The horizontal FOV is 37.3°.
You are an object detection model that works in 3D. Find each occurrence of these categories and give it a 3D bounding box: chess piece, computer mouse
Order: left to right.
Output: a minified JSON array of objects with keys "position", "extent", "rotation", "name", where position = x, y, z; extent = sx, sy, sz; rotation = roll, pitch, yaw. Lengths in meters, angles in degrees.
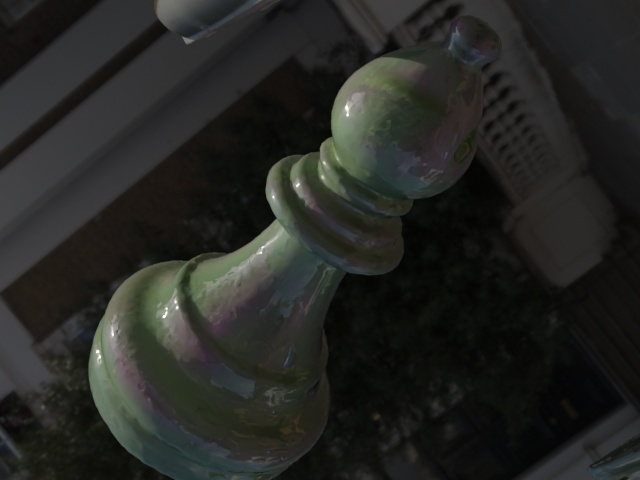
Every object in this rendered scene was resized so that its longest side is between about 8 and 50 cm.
[{"position":[-0.030,-0.147,0.504],"extent":[0.045,0.102,0.199],"rotation":[63,165,-12],"name":"computer mouse"},{"position":[0.000,0.000,0.480],"extent":[0.139,0.272,0.139],"rotation":[29,-149,-19],"name":"chess piece"}]

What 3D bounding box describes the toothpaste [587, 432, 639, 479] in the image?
[{"position":[0.223,0.071,0.468],"extent":[0.048,0.197,0.029],"rotation":[35,-155,-38],"name":"toothpaste"}]
